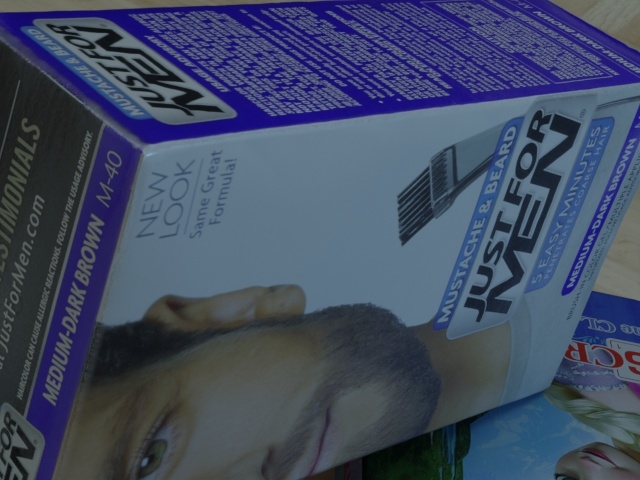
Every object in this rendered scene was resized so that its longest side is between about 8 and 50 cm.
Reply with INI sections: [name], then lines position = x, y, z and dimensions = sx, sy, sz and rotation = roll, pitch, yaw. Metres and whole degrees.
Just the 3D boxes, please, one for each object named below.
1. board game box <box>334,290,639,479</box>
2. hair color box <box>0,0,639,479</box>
[board game box]
position = 0.165, 0.142, 0.774
dimensions = 0.318, 0.066, 0.318
rotation = 11, 33, -6
[hair color box]
position = 0.000, 0.000, 0.653
dimensions = 0.339, 0.185, 0.110
rotation = -11, 39, -45
